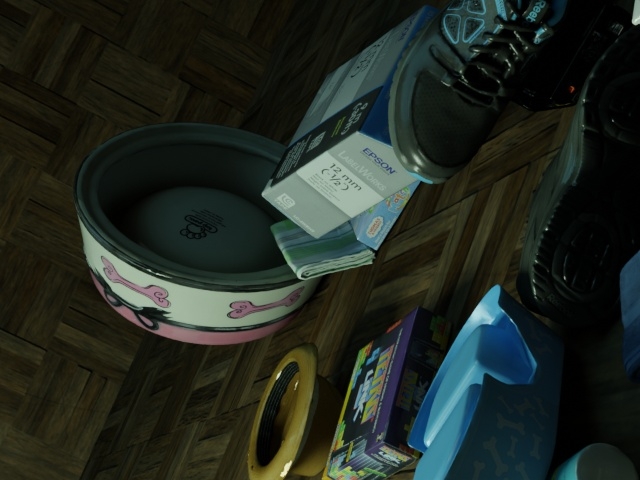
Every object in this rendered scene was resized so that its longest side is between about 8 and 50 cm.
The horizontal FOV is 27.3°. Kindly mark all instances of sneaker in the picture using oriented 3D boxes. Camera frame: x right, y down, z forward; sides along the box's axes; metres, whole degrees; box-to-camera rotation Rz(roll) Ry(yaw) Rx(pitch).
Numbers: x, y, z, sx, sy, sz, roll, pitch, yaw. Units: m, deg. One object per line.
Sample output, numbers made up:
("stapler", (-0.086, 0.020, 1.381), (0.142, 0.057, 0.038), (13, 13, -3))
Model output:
("sneaker", (0.238, -0.062, 1.145), (0.286, 0.109, 0.130), (-62, 7, -9))
("sneaker", (0.182, -0.221, 1.431), (0.340, 0.125, 0.140), (-66, 18, 0))

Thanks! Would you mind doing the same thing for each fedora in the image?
("fedora", (-0.021, 0.221, 1.589), (0.194, 0.079, 0.194), (-55, 21, 34))

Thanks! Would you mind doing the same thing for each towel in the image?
("towel", (0.000, 0.000, 1.828), (0.152, 0.113, 0.023), (-124, 24, -57))
("towel", (0.256, 0.051, 1.003), (0.067, 0.029, 0.119), (-51, 18, 39))

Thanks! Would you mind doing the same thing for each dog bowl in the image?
("dog bowl", (0.130, 0.155, 1.064), (0.166, 0.074, 0.297), (-62, 1, 28))
("dog bowl", (-0.170, -0.007, 1.970), (0.408, 0.408, 0.150), (-82, 5, -54))

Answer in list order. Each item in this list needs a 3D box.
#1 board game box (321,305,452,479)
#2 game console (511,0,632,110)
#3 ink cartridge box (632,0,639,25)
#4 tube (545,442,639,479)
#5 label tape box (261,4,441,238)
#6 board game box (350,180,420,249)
("board game box", (0.071, 0.173, 1.412), (0.141, 0.048, 0.170), (-46, 21, 53))
("game console", (0.315, -0.303, 1.438), (0.361, 0.044, 0.213), (-60, 14, 8))
("ink cartridge box", (0.345, -0.249, 1.175), (0.198, 0.067, 0.115), (-45, 22, 52))
("tube", (0.165, 0.214, 1.002), (0.080, 0.052, 0.207), (-59, 3, -37))
("label tape box", (0.096, -0.173, 1.711), (0.348, 0.115, 0.249), (-32, 25, 52))
("board game box", (0.094, -0.092, 1.855), (0.160, 0.039, 0.211), (-58, 15, 12))
